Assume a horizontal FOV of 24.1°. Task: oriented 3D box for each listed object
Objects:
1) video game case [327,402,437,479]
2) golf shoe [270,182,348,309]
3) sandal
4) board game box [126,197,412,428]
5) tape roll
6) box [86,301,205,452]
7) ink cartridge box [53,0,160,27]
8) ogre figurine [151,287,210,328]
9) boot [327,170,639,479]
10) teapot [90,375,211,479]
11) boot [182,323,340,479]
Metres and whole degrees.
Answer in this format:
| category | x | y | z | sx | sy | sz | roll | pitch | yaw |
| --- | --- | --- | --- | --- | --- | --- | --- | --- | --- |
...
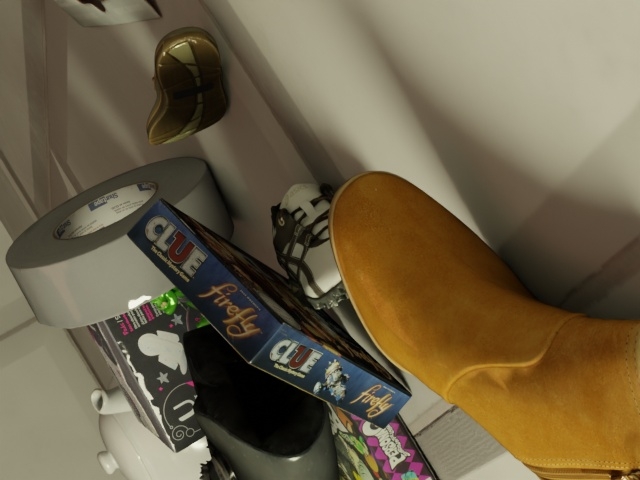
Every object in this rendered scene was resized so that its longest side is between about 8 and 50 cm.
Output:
| category | x | y | z | sx | sy | sz | roll | pitch | yaw |
| --- | --- | --- | --- | --- | --- | --- | --- | --- | --- |
| video game case | 0.037 | 0.200 | 1.450 | 0.210 | 0.042 | 0.232 | 58 | 163 | 7 |
| golf shoe | 0.000 | 0.000 | 1.165 | 0.094 | 0.077 | 0.198 | 62 | 162 | -5 |
| sandal | -0.120 | -0.140 | 1.302 | 0.180 | 0.072 | 0.049 | 102 | 151 | -64 |
| board game box | -0.036 | 0.064 | 1.229 | 0.165 | 0.042 | 0.243 | 43 | -176 | 32 |
| tape roll | -0.198 | 0.000 | 1.488 | 0.219 | 0.219 | 0.072 | 23 | 141 | 64 |
| box | -0.194 | 0.100 | 1.779 | 0.247 | 0.142 | 0.163 | 65 | 162 | -16 |
| ink cartridge box | -0.298 | -0.378 | 1.450 | 0.385 | 0.091 | 0.308 | 48 | 167 | -20 |
| ogre figurine | -0.124 | 0.049 | 1.592 | 0.118 | 0.097 | 0.197 | 48 | -175 | -26 |
| boot | 0.133 | 0.059 | 0.866 | 0.295 | 0.104 | 0.211 | 55 | 158 | 1 |
| teapot | -0.210 | 0.257 | 2.007 | 0.256 | 0.187 | 0.252 | 63 | 165 | -14 |
| boot | 0.005 | 0.328 | 1.406 | 0.367 | 0.146 | 0.445 | 40 | 143 | 44 |
